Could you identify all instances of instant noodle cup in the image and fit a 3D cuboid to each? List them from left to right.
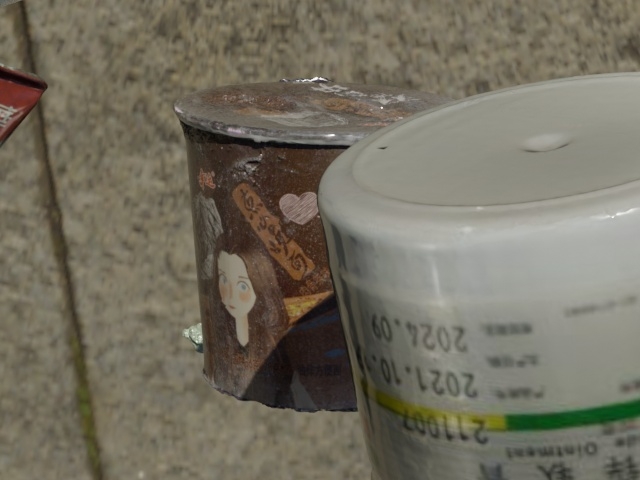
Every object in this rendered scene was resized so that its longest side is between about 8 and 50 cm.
[{"bbox_3d":[0.000,0.000,1.149,0.217,0.217,0.207,1,104,-1],"label":"instant noodle cup"}]

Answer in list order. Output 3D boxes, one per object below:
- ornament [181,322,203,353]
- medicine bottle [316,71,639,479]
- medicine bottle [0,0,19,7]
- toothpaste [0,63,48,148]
[{"bbox_3d":[-0.095,0.093,1.669,0.092,0.068,0.041,-41,135,12],"label":"ornament"},{"bbox_3d":[0.131,0.055,0.808,0.238,0.238,0.232,-11,110,6],"label":"medicine bottle"},{"bbox_3d":[-0.190,-0.301,1.056,0.252,0.241,0.252,23,129,32],"label":"medicine bottle"},{"bbox_3d":[-0.246,-0.014,0.939,0.062,0.039,0.239,19,118,-42],"label":"toothpaste"}]
